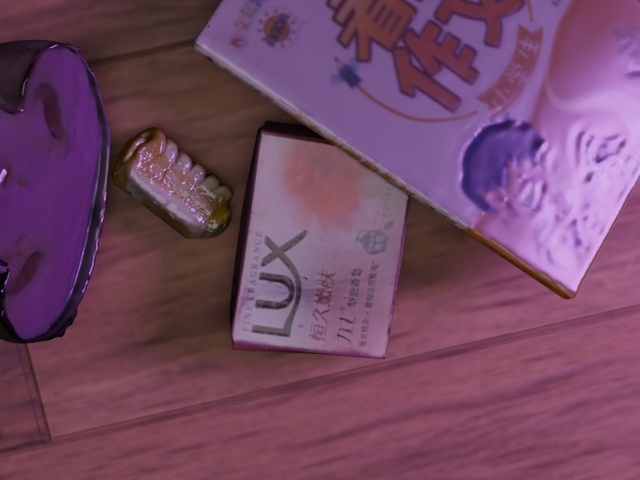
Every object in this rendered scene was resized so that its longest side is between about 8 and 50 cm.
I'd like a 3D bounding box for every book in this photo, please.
[{"bbox_3d":[0.093,-0.125,0.830,0.295,0.020,0.207,33,76,-8],"label":"book"}]

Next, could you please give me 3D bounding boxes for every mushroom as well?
[{"bbox_3d":[-0.204,-0.031,0.800,0.117,0.141,0.188,3,89,31],"label":"mushroom"}]

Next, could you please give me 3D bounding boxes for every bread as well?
[{"bbox_3d":[-0.098,-0.036,0.853,0.088,0.034,0.049,36,80,-12],"label":"bread"}]

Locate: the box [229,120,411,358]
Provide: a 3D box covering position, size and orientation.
[{"bbox_3d":[0.000,0.000,0.854,0.111,0.060,0.156,6,97,-4],"label":"box"}]
